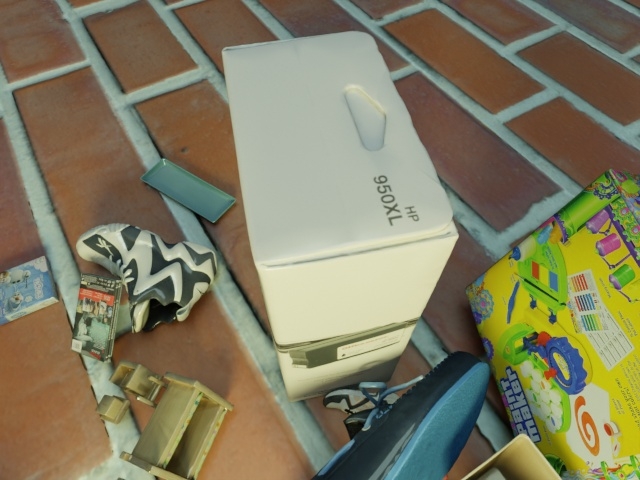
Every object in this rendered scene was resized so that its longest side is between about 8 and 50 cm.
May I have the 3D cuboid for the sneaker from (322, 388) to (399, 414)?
[{"bbox_3d":[0.057,0.234,0.609,0.109,0.040,0.044,3,59,2],"label":"sneaker"}]

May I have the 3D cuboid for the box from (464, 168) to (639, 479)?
[{"bbox_3d":[0.359,0.124,0.519,0.177,0.279,0.290,5,55,-19],"label":"box"}]

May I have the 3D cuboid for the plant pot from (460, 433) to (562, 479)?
[{"bbox_3d":[0.205,0.296,0.477,0.109,0.096,0.109,-28,62,-14],"label":"plant pot"}]

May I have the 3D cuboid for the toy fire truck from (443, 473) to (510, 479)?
[{"bbox_3d":[0.204,0.345,0.531,0.135,0.047,0.192,-12,58,-7],"label":"toy fire truck"}]

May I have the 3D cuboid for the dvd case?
[{"bbox_3d":[-0.336,0.113,0.652,0.087,0.013,0.120,5,86,30],"label":"dvd case"}]

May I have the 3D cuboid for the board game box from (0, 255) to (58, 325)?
[{"bbox_3d":[-0.491,0.081,0.721,0.090,0.020,0.090,-24,60,-17],"label":"board game box"}]

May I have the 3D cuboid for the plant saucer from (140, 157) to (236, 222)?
[{"bbox_3d":[-0.254,-0.095,0.839,0.192,0.018,0.067,29,61,18],"label":"plant saucer"}]

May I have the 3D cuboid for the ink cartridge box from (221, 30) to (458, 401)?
[{"bbox_3d":[0.000,0.000,0.550,0.166,0.395,0.286,-11,57,-7],"label":"ink cartridge box"}]

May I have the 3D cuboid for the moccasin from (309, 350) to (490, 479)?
[{"bbox_3d":[0.065,0.235,0.500,0.342,0.138,0.116,-32,33,-29],"label":"moccasin"}]

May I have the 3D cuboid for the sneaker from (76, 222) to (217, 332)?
[{"bbox_3d":[-0.295,0.066,0.685,0.234,0.094,0.153,15,49,-2],"label":"sneaker"}]

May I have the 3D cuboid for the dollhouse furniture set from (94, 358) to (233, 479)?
[{"bbox_3d":[-0.233,0.273,0.574,0.160,0.101,0.182,3,53,32],"label":"dollhouse furniture set"}]
